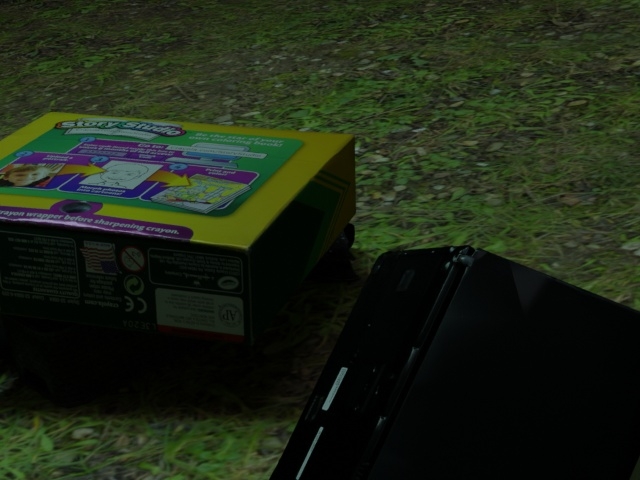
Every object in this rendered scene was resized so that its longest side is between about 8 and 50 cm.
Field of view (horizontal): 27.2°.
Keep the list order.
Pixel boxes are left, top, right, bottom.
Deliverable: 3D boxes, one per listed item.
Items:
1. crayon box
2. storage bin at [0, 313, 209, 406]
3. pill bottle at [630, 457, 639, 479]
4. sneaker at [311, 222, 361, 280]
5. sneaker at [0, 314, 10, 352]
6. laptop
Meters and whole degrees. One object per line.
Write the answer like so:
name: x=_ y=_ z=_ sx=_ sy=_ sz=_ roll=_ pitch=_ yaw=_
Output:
crayon box: x=-0.180 y=-0.026 z=1.314 sx=0.362 sy=0.106 sz=0.313 roll=6 pitch=23 yaw=17
storage bin: x=-0.215 y=0.082 z=1.332 sx=0.180 sy=0.084 sz=0.122 roll=-25 pitch=25 yaw=-32
pill bottle: x=0.206 y=0.146 z=0.938 sx=0.180 sy=0.108 sz=0.108 roll=7 pitch=27 yaw=39
sneaker: x=0.000 y=-0.002 z=1.497 sx=0.089 sy=0.051 sz=0.170 roll=-8 pitch=26 yaw=6
sneaker: x=-0.411 y=0.034 z=1.478 sx=0.236 sy=0.130 sz=0.322 roll=-18 pitch=28 yaw=-30
laptop: x=0.094 y=0.135 z=0.945 sx=0.234 sy=0.136 sz=0.264 roll=-63 pitch=16 yaw=-11
